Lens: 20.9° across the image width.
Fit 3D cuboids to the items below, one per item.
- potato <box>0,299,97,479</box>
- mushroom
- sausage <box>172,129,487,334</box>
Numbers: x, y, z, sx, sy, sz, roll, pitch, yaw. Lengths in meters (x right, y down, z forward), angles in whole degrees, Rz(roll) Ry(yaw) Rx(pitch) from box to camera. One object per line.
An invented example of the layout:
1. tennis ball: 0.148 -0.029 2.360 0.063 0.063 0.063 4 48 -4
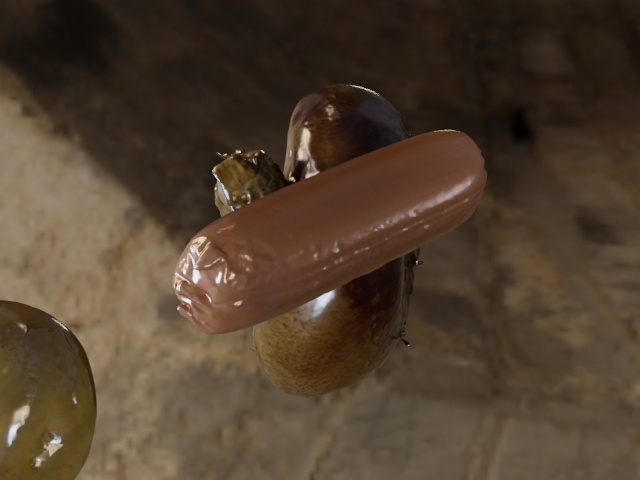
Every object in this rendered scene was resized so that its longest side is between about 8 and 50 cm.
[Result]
1. potato: -0.203 0.099 0.978 0.175 0.137 0.137 3 -166 20
2. mushroom: 0.011 -0.003 1.581 0.163 0.297 0.278 -2 154 21
3. sausage: 0.013 -0.011 1.285 0.289 0.086 0.086 -23 -152 -35
